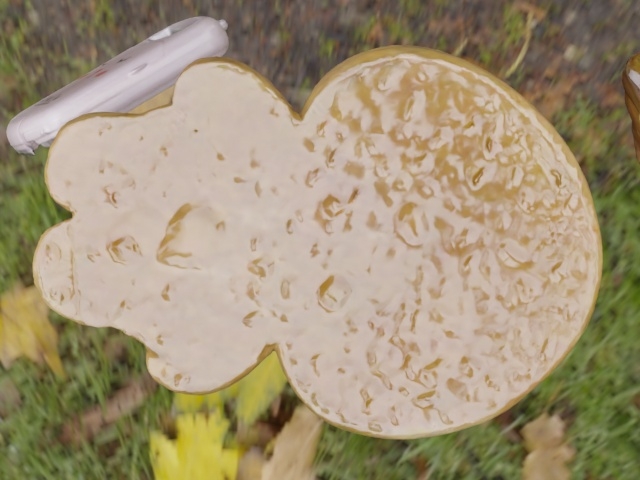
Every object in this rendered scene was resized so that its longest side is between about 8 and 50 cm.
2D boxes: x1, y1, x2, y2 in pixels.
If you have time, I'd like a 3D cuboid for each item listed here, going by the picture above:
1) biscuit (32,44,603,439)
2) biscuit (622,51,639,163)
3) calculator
[{"bbox_3d":[0.000,0.000,1.000,0.288,0.044,0.202,2,95,-1],"label":"biscuit"},{"bbox_3d":[0.150,0.048,0.565,0.031,0.176,0.229,-26,105,0],"label":"biscuit"},{"bbox_3d":[-0.137,-0.108,1.349,0.175,0.100,0.032,-33,103,-17],"label":"calculator"}]
